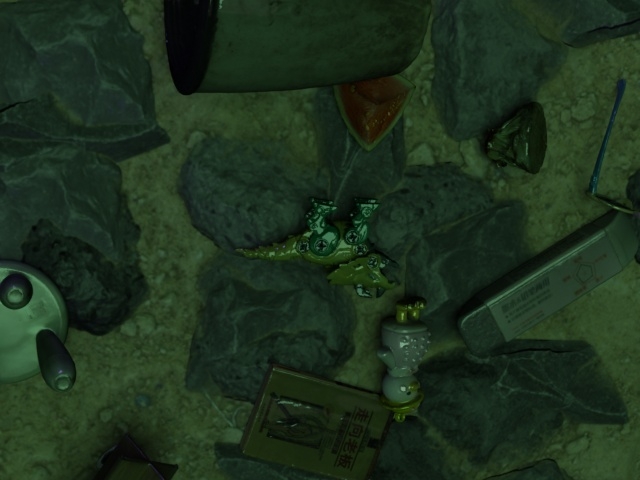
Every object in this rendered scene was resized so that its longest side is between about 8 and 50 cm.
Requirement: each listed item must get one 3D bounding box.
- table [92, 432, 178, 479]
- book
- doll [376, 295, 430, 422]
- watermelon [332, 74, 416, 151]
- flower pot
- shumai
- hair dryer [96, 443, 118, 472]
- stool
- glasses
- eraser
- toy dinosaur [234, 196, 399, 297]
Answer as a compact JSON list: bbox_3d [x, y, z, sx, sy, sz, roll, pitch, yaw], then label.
[{"bbox_3d":[-0.316,0.418,1.587,0.167,0.167,0.227,34,95,-18],"label":"table"},{"bbox_3d":[-0.002,0.307,1.754,0.230,0.026,0.161,18,99,-16],"label":"book"},{"bbox_3d":[0.134,0.195,1.721,0.129,0.081,0.207,-7,103,-49],"label":"doll"},{"bbox_3d":[0.068,-0.213,1.606,0.135,0.094,0.125,35,101,-15],"label":"watermelon"},{"bbox_3d":[-0.035,-0.339,1.462,0.330,0.293,0.294,1,104,-20],"label":"flower pot"},{"bbox_3d":[0.309,-0.160,1.685,0.087,0.124,0.099,0,131,27],"label":"shumai"},{"bbox_3d":[-0.369,0.429,1.693,0.236,0.073,0.131,-29,106,5],"label":"hair dryer"},{"bbox_3d":[-0.461,0.145,1.525,0.195,0.199,0.195,-26,109,-6],"label":"stool"},{"bbox_3d":[0.534,-0.143,1.756,0.189,0.088,0.221,7,82,-13],"label":"glasses"},{"bbox_3d":[0.381,0.070,1.761,0.351,0.061,0.089,-31,109,-3],"label":"eraser"},{"bbox_3d":[0.000,0.000,1.652,0.259,0.094,0.153,9,98,-6],"label":"toy dinosaur"}]
